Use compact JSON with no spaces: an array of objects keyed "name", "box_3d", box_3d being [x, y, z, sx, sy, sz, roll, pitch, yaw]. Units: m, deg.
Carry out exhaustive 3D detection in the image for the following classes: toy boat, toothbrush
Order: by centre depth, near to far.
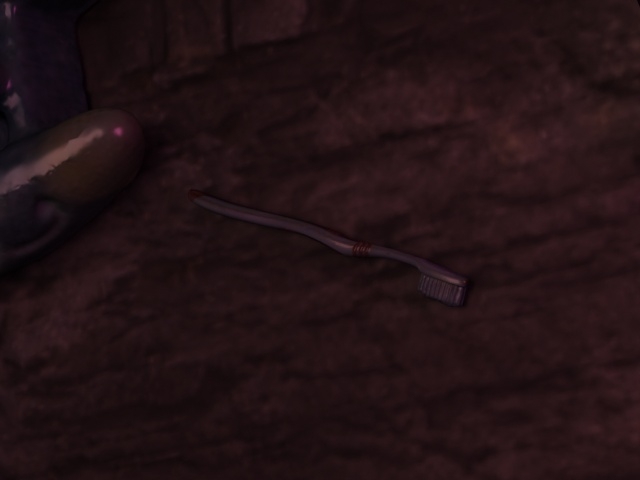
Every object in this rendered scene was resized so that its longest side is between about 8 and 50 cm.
[{"name":"toothbrush","box_3d":[0.000,0.000,1.052,0.193,0.013,0.019,20,102,34]},{"name":"toy boat","box_3d":[-0.260,-0.070,1.172,0.330,0.123,0.215,-18,74,29]}]

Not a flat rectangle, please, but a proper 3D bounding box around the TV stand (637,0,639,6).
[{"name":"TV stand","box_3d":[0.163,-0.172,0.955,0.049,0.040,0.256,-30,67,26]}]
